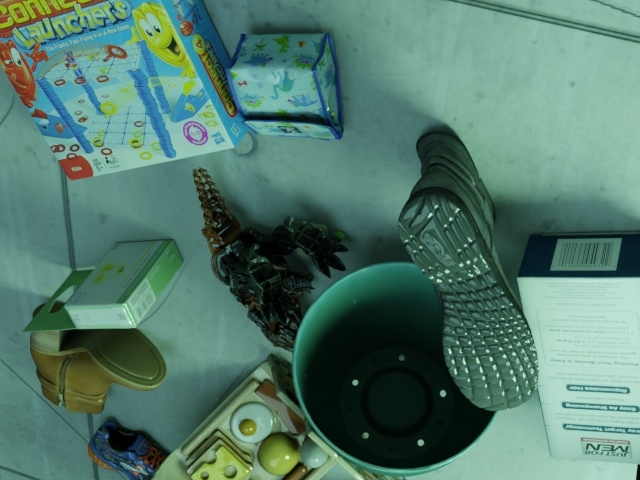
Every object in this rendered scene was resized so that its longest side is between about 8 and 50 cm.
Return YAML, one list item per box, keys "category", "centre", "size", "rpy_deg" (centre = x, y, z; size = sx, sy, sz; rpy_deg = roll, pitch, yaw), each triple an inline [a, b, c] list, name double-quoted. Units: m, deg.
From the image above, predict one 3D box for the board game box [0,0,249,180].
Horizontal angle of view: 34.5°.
- category: "board game box"
  centre: [-0.288, -0.250, 1.429]
  size: [0.308, 0.086, 0.302]
  rpy_deg: [-9, 123, 29]

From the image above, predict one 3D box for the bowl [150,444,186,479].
- category: "bowl"
  centre: [-0.177, 0.480, 1.897]
  size: [0.290, 0.156, 0.289]
  rpy_deg: [0, 93, -6]

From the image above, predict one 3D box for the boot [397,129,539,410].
- category: "boot"
  centre: [0.207, 0.033, 1.345]
  size: [0.118, 0.222, 0.338]
  rpy_deg: [-12, 114, 18]

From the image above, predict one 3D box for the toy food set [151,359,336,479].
- category: "toy food set"
  centre: [-0.109, 0.378, 1.759]
  size: [0.220, 0.092, 0.306]
  rpy_deg: [45, 96, -7]

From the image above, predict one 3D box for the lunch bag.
- category: "lunch bag"
  centre: [-0.042, -0.193, 1.367]
  size: [0.129, 0.096, 0.151]
  rpy_deg: [5, 143, 17]

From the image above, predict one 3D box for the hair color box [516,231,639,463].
- category: "hair color box"
  centre: [0.391, 0.156, 1.440]
  size: [0.174, 0.105, 0.347]
  rpy_deg: [0, 126, 24]

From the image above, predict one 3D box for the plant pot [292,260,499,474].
- category: "plant pot"
  centre: [0.113, 0.206, 1.493]
  size: [0.293, 0.293, 0.235]
  rpy_deg: [18, 160, 10]

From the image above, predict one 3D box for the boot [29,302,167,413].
- category: "boot"
  centre: [-0.405, 0.251, 1.867]
  size: [0.284, 0.109, 0.220]
  rpy_deg: [19, 131, 12]

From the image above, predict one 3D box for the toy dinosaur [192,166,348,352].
- category: "toy dinosaur"
  centre: [-0.101, 0.043, 1.543]
  size: [0.322, 0.164, 0.218]
  rpy_deg: [38, 160, -30]

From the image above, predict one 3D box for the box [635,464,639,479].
- category: "box"
  centre: [0.575, 0.371, 1.405]
  size: [0.296, 0.293, 0.073]
  rpy_deg: [-18, 117, 34]

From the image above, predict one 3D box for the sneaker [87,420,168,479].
- category: "sneaker"
  centre: [-0.350, 0.424, 2.007]
  size: [0.221, 0.083, 0.087]
  rpy_deg: [23, 127, 3]

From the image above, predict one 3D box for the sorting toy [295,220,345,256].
- category: "sorting toy"
  centre: [0.000, 0.000, 1.552]
  size: [0.083, 0.012, 0.062]
  rpy_deg: [8, 129, 20]

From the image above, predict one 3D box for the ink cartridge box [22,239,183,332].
- category: "ink cartridge box"
  centre: [-0.360, 0.074, 1.664]
  size: [0.235, 0.171, 0.056]
  rpy_deg: [-3, 125, 26]

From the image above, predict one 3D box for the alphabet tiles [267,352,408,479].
- category: "alphabet tiles"
  centre: [0.045, 0.320, 1.640]
  size: [0.011, 0.285, 0.342]
  rpy_deg: [-45, 104, 5]
